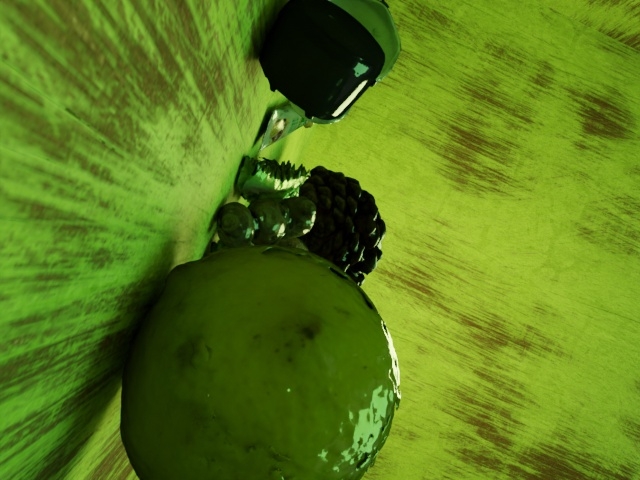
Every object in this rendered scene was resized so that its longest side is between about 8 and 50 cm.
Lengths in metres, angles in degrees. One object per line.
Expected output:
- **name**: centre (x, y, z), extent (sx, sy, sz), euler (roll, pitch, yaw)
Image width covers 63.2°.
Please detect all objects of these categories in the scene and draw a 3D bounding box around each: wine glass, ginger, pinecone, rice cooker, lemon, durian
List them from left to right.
- **lemon**: centre (-0.081, 0.186, 0.669), extent (0.387, 0.350, 0.349), euler (-57, -172, 49)
- **ginger**: centre (-0.093, -0.034, 0.893), extent (0.204, 0.080, 0.104), euler (-12, 167, -43)
- **durian**: centre (-0.093, -0.108, 1.022), extent (0.132, 0.107, 0.375), euler (-60, 179, 1)
- **pinecone**: centre (0.000, 0.000, 1.516), extent (0.398, 0.398, 0.397), euler (-156, -90, -87)
- **rice cooker**: centre (0.002, -0.222, 0.635), extent (0.118, 0.142, 0.203), euler (-51, -172, 21)
- **wine glass**: centre (0.026, -0.288, 0.860), extent (0.164, 0.165, 0.196), euler (-67, -173, -18)

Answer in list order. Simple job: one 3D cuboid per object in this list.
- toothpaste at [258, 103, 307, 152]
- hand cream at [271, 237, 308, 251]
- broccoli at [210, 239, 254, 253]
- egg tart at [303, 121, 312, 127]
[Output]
- **toothpaste**: centre (-0.066, -0.238, 1.023), extent (0.314, 0.056, 0.058), euler (-64, 136, -67)
- **hand cream**: centre (-0.057, 0.031, 0.944), extent (0.203, 0.084, 0.083), euler (164, -50, -86)
- **broccoli**: centre (-0.169, 0.052, 0.988), extent (0.198, 0.177, 0.274), euler (66, 5, -48)
- **egg tart**: centre (0.044, -0.425, 1.341), extent (0.319, 0.128, 0.318), euler (-157, -90, -85)
